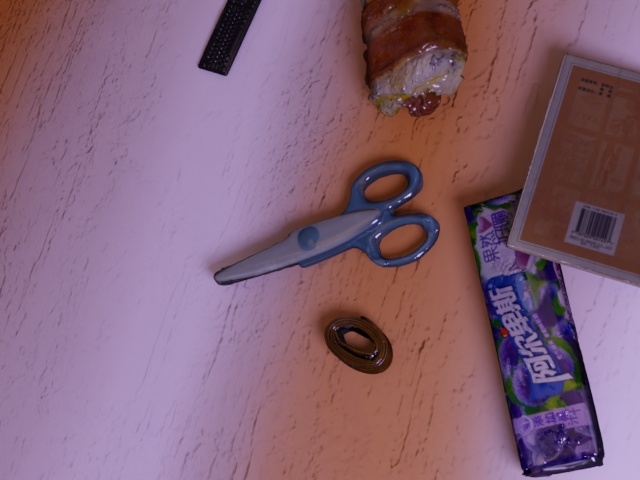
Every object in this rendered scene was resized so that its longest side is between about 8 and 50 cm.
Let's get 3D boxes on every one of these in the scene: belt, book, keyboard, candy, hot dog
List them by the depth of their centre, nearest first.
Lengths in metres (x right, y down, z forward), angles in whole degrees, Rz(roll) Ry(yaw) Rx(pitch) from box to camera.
[{"bbox_3d":[0.230,0.094,1.056,0.088,0.061,0.312,-17,69,20],"label":"candy"},{"bbox_3d":[0.315,-0.078,1.060,0.170,0.018,0.242,18,74,11],"label":"book"},{"bbox_3d":[0.047,0.121,1.140,0.083,0.036,0.059,27,80,27],"label":"belt"},{"bbox_3d":[0.113,-0.253,1.187,0.146,0.103,0.213,-12,73,42],"label":"hot dog"},{"bbox_3d":[-0.119,-0.302,1.349,0.053,0.010,0.155,20,83,28],"label":"keyboard"}]

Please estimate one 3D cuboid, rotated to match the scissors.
[{"bbox_3d":[0.000,0.000,1.191,0.289,0.041,0.138,-21,66,12],"label":"scissors"}]
